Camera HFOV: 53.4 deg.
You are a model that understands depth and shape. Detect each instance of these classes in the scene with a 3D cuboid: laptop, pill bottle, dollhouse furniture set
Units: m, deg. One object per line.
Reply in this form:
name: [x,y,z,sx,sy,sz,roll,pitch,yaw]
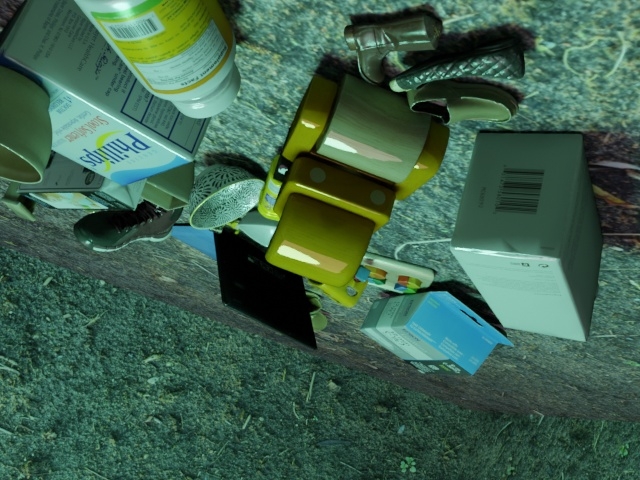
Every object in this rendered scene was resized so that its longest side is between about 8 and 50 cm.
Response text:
laptop: [-0.244,0.130,1.819,0.236,0.407,0.382,-33,138,22]
pill bottle: [-0.184,-0.257,0.770,0.137,0.136,0.245,11,161,18]
dollhouse furniture set: [-0.587,-0.113,1.505,0.242,0.160,0.212,16,162,2]

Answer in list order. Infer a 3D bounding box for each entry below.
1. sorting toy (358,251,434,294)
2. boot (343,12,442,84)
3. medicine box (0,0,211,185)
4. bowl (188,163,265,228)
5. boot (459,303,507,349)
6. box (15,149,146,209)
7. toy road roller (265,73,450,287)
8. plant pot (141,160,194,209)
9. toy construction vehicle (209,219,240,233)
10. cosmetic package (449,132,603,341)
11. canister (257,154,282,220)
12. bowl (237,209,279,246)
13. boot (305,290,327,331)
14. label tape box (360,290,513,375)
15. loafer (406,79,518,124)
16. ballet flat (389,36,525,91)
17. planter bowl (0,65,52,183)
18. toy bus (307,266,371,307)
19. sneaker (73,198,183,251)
sorting toy: [0.185,0.097,1.638,0.193,0.038,0.208,15,162,6]
boot: [0.098,-0.230,0.771,0.114,0.037,0.106,0,158,29]
medicine box: [-0.351,-0.228,0.984,0.289,0.149,0.264,30,158,-33]
bowl: [-0.202,-0.103,1.285,0.080,0.170,0.170,59,171,15]
boot: [0.379,0.233,1.819,0.229,0.091,0.263,33,152,-27]
box: [-0.469,-0.154,1.280,0.290,0.169,0.087,2,159,35]
toy road roller: [0.029,-0.070,0.961,0.203,0.240,0.329,19,162,-9]
plant pot: [-0.322,-0.133,1.315,0.109,0.096,0.109,28,159,-34]
toy construction vehicle: [-0.248,-0.050,1.607,0.098,0.035,0.086,16,151,-6]
cosmetic package: [0.340,0.008,0.996,0.155,0.196,0.365,6,158,30]
canister: [-0.048,-0.095,1.214,0.126,0.073,0.170,11,161,-8]
bowl: [-0.105,-0.027,1.505,0.142,0.053,0.142,5,158,32]
boot: [-0.045,0.242,2.184,0.262,0.095,0.203,31,156,-26]
label tape box: [0.302,0.256,1.708,0.249,0.115,0.348,37,159,-16]
loafer: [0.181,-0.175,0.827,0.148,0.050,0.056,14,162,10]
ballet flat: [0.157,-0.198,0.759,0.173,0.057,0.049,-3,117,40]
planter bowl: [-0.423,-0.160,0.833,0.162,0.109,0.162,15,160,6]
toy bus: [0.018,0.088,1.597,0.202,0.104,0.191,27,168,15]
sneaker: [-0.428,-0.069,1.482,0.162,0.106,0.281,-44,167,28]
